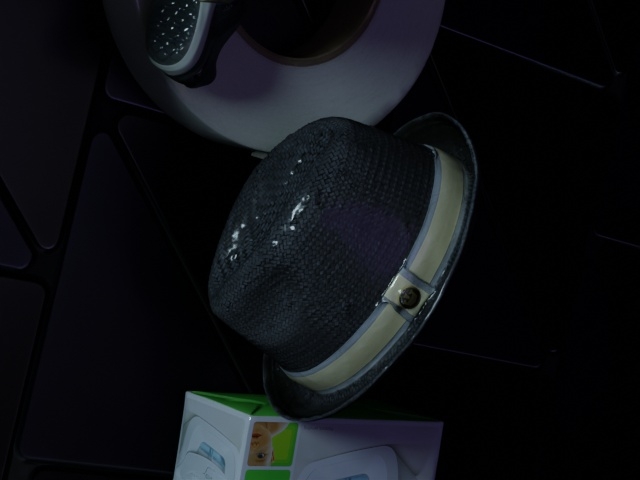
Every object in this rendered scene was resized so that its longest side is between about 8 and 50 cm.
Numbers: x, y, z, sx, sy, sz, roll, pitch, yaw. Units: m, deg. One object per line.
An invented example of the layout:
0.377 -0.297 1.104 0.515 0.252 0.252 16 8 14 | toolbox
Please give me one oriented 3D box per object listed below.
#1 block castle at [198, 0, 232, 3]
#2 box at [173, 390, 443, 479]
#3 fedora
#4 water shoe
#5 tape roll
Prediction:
-0.131 -0.438 1.186 0.453 0.213 0.303 41 63 -16 | block castle
-0.022 0.284 1.547 0.262 0.126 0.231 8 91 -38 | box
0.000 0.000 1.414 0.152 0.334 0.334 30 80 -24 | fedora
-0.101 -0.239 1.353 0.203 0.073 0.080 -67 155 -9 | water shoe
-0.037 -0.277 1.468 0.392 0.072 0.392 -7 102 -36 | tape roll
